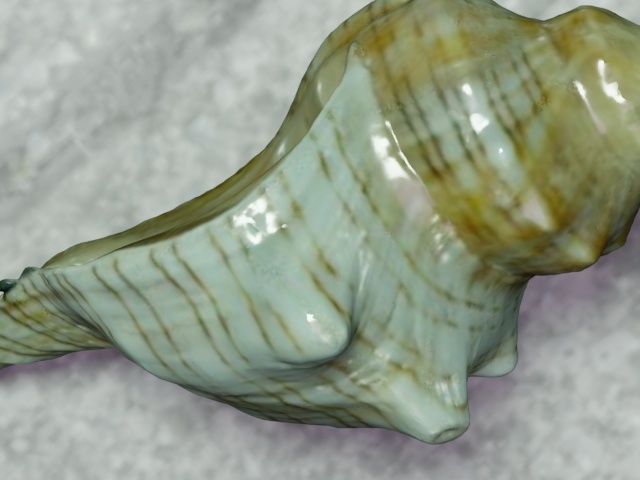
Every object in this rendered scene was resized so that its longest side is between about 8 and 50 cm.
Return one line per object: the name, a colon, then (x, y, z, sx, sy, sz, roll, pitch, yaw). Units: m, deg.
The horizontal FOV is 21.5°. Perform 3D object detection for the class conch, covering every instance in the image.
conch: (0.009, 0.011, 0.698, 0.386, 0.203, 0.169, -36, 83, 15)
